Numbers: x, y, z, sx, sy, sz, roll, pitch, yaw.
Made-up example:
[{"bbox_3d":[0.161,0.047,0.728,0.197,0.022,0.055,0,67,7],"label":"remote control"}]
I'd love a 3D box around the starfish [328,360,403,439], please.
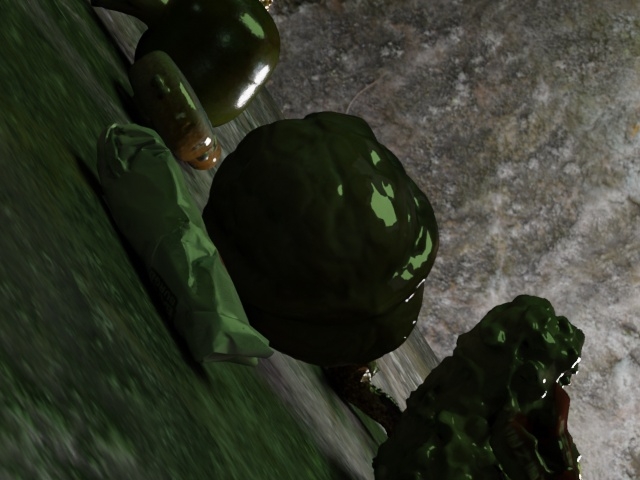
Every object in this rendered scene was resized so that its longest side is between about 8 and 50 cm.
[{"bbox_3d":[0.039,0.142,1.993,0.213,0.057,0.238,51,-2,15],"label":"starfish"}]

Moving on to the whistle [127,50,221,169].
[{"bbox_3d":[-0.135,-0.113,1.833,0.107,0.057,0.220,59,0,16],"label":"whistle"}]

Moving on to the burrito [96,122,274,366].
[{"bbox_3d":[-0.101,0.005,1.354,0.203,0.064,0.064,61,5,17],"label":"burrito"}]

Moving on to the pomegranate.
[{"bbox_3d":[-0.138,-0.208,1.950,0.191,0.152,0.131,36,15,-11],"label":"pomegranate"}]

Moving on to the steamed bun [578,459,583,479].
[{"bbox_3d":[0.218,0.299,2.209,0.106,0.177,0.192,-96,169,-60],"label":"steamed bun"}]

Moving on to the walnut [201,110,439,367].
[{"bbox_3d":[0.000,0.000,1.657,0.224,0.224,0.224,57,4,-7],"label":"walnut"}]

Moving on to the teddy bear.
[{"bbox_3d":[0.187,0.287,1.682,0.357,0.224,0.367,-95,158,-49],"label":"teddy bear"}]

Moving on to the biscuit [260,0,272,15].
[{"bbox_3d":[-0.188,-0.354,2.064,0.378,0.054,0.094,36,-19,23],"label":"biscuit"}]
